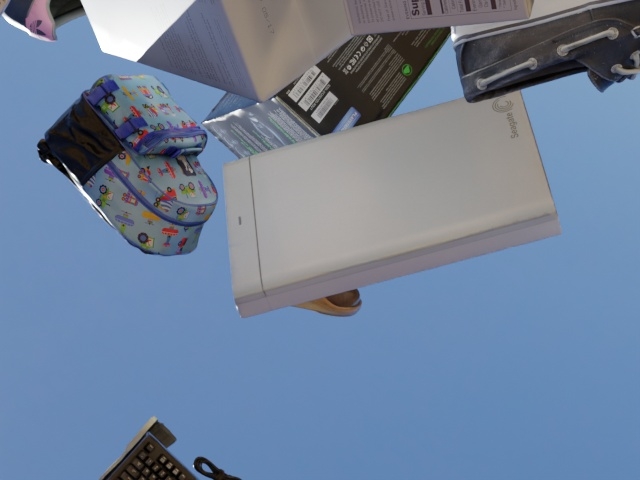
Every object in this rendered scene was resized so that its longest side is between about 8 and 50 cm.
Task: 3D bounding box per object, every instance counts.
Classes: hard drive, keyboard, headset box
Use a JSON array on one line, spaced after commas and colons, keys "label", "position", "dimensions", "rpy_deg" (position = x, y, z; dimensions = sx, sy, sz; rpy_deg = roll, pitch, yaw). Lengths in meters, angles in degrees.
[{"label": "hard drive", "position": [0.070, -0.048, 1.907], "dimensions": [0.233, 0.353, 0.047], "rpy_deg": [-98, -9, -49]}, {"label": "keyboard", "position": [-0.131, 0.279, 1.821], "dimensions": [0.180, 0.108, 0.023], "rpy_deg": [45, 160, -12]}, {"label": "headset box", "position": [0.003, -0.210, 2.188], "dimensions": [0.131, 0.246, 0.283], "rpy_deg": [42, 161, -16]}]

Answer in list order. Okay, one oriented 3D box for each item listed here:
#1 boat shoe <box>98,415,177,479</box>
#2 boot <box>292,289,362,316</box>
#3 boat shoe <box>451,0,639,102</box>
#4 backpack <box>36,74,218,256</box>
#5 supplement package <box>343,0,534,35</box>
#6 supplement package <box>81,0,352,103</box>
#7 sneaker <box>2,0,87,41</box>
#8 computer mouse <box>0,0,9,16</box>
[{"label": "boat shoe", "position": [-0.215, 0.257, 1.959], "dimensions": [0.042, 0.133, 0.049], "rpy_deg": [43, -160, 1]}, {"label": "boot", "position": [0.000, 0.000, 2.509], "dimensions": [0.090, 0.207, 0.248], "rpy_deg": [13, -179, 36]}, {"label": "boat shoe", "position": [0.273, -0.194, 1.656], "dimensions": [0.108, 0.301, 0.102], "rpy_deg": [15, -114, -70]}, {"label": "backpack", "position": [-0.176, -0.071, 1.755], "dimensions": [0.173, 0.117, 0.158], "rpy_deg": [51, -159, 16]}, {"label": "supplement package", "position": [0.098, -0.313, 1.373], "dimensions": [0.145, 0.204, 0.262], "rpy_deg": [-3, -148, 17]}, {"label": "supplement package", "position": [-0.098, -0.287, 1.648], "dimensions": [0.198, 0.199, 0.262], "rpy_deg": [-39, -143, -25]}, {"label": "sneaker", "position": [-0.276, -0.363, 2.270], "dimensions": [0.319, 0.112, 0.131], "rpy_deg": [-37, -116, -20]}, {"label": "computer mouse", "position": [-0.294, -0.200, 1.416], "dimensions": [0.106, 0.193, 0.042], "rpy_deg": [36, 175, -20]}]
